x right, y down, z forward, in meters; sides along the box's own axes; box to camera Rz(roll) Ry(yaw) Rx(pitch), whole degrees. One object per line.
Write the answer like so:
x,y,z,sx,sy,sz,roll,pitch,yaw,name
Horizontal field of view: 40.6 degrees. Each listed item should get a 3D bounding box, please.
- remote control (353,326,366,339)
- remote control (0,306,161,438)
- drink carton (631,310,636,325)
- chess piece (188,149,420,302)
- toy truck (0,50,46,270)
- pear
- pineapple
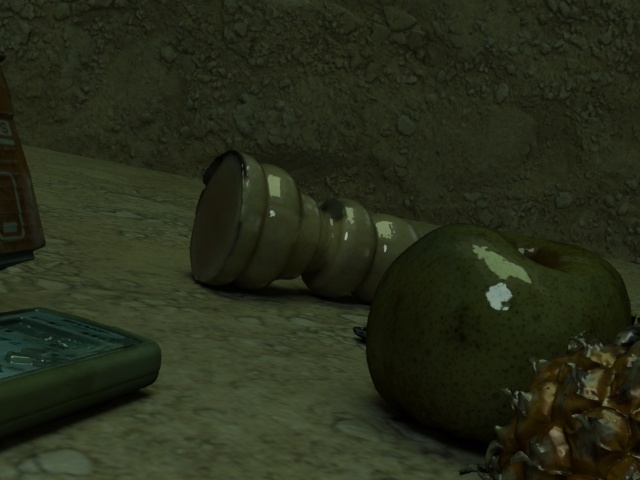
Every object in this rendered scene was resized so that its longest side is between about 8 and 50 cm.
0.069,0.092,0.757,0.039,0.014,0.096,7,6,-37,remote control
-0.176,0.068,0.425,0.098,0.038,0.233,14,6,19,remote control
0.208,0.084,0.827,0.166,0.071,0.056,9,3,-6,drink carton
0.000,0.000,0.949,0.261,0.142,0.143,13,4,-26,chess piece
-0.252,-0.031,0.394,0.136,0.162,0.305,-18,1,8,toy truck
0.117,0.062,0.563,0.167,0.136,0.167,14,7,-2,pear
0.170,0.086,0.417,0.176,0.136,0.161,12,6,1,pineapple
